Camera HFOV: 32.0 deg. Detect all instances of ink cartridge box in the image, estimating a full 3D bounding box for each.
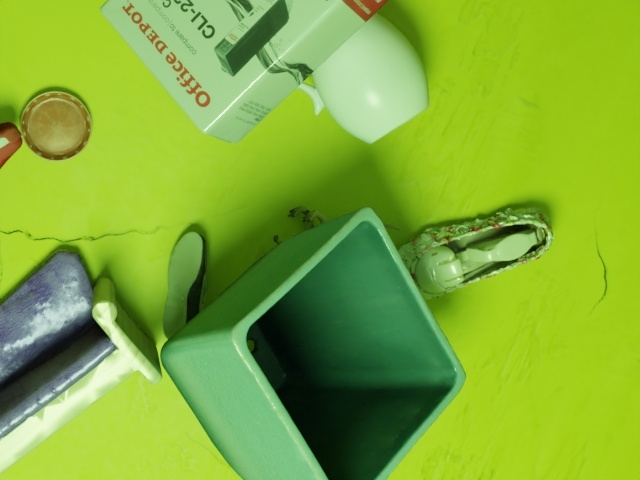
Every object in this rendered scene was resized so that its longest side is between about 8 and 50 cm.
[{"bbox_3d":[-0.078,-0.270,1.242,0.273,0.114,0.197,-43,78,12],"label":"ink cartridge box"}]

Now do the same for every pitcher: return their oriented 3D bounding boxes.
[{"bbox_3d":[0.017,-0.209,1.331,0.177,0.125,0.207,-33,92,10],"label":"pitcher"}]

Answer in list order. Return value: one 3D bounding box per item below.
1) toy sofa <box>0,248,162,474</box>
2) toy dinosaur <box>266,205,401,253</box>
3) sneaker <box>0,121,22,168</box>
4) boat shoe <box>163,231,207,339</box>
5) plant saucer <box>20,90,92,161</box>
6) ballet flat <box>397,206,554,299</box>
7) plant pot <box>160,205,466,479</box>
[{"bbox_3d":[-0.374,0.183,1.295,0.362,0.150,0.177,-37,104,-3],"label":"toy sofa"},{"bbox_3d":[0.000,0.000,1.394,0.183,0.053,0.093,-33,117,4],"label":"toy dinosaur"},{"bbox_3d":[-0.409,-0.032,1.303,0.221,0.087,0.128,-35,111,9],"label":"sneaker"},{"bbox_3d":[-0.159,0.057,1.370,0.043,0.049,0.137,4,97,-53],"label":"boat shoe"},{"bbox_3d":[-0.314,-0.136,1.328,0.083,0.013,0.084,-1,99,-9],"label":"plant saucer"},{"bbox_3d":[0.185,0.017,1.408,0.241,0.077,0.091,-23,102,-6],"label":"ballet flat"},{"bbox_3d":[-0.039,0.140,1.278,0.248,0.252,0.247,-43,111,-37],"label":"plant pot"}]
